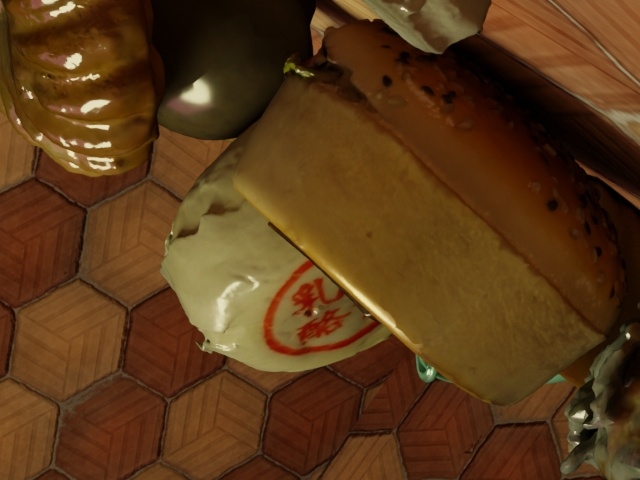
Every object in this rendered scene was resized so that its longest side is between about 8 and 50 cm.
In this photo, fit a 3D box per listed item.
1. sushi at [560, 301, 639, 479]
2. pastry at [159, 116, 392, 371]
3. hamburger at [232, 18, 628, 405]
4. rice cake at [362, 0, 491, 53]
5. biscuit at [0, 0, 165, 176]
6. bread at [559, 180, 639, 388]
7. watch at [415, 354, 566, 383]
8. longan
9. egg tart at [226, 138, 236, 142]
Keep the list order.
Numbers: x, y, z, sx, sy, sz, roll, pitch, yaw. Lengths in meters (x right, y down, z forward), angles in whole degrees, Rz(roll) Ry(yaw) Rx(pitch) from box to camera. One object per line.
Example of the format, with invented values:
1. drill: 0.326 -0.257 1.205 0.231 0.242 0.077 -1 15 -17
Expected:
1. sushi: 0.361 0.163 1.310 0.417 0.176 0.417 28 180 0
2. pastry: 0.002 -0.001 1.553 0.133 0.265 0.265 57 -169 29
3. hamburger: 0.080 -0.027 1.305 0.300 0.176 0.300 41 -178 -2
4. rice cake: -0.002 -0.166 0.880 0.052 0.057 0.256 12 163 42
5. biscuit: -0.219 -0.198 1.456 0.326 0.107 0.326 161 90 -72
6. bread: 0.287 0.094 1.547 0.361 0.138 0.077 36 -179 -27
7. watch: 0.184 0.063 1.692 0.195 0.237 0.068 20 -128 -36
8. longan: -0.089 -0.165 1.544 0.189 0.189 0.189 35 180 0
9. egg tart: -0.123 -0.198 2.341 0.345 0.132 0.345 36 180 0
